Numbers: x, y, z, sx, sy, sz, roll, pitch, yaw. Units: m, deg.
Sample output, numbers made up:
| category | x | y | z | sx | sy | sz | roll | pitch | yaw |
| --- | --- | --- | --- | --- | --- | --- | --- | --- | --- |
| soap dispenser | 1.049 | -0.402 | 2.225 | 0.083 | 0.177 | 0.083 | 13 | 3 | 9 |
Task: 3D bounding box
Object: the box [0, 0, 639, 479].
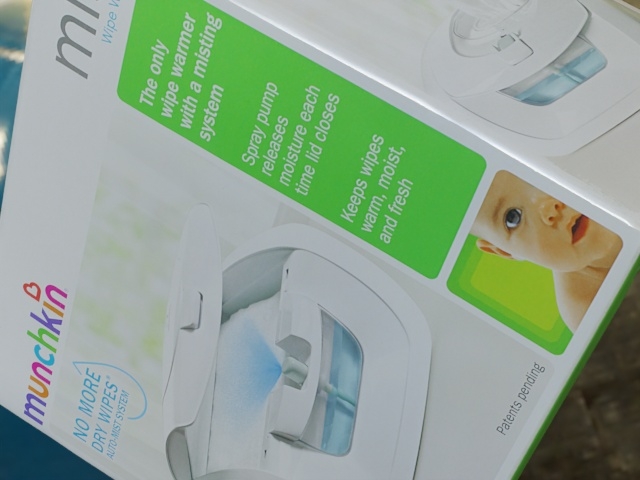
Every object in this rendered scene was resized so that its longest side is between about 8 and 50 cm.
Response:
| category | x | y | z | sx | sy | sz | roll | pitch | yaw |
| --- | --- | --- | --- | --- | --- | --- | --- | --- | --- |
| box | 0.000 | 0.000 | 0.567 | 0.127 | 0.231 | 0.262 | -47 | -16 | -46 |
